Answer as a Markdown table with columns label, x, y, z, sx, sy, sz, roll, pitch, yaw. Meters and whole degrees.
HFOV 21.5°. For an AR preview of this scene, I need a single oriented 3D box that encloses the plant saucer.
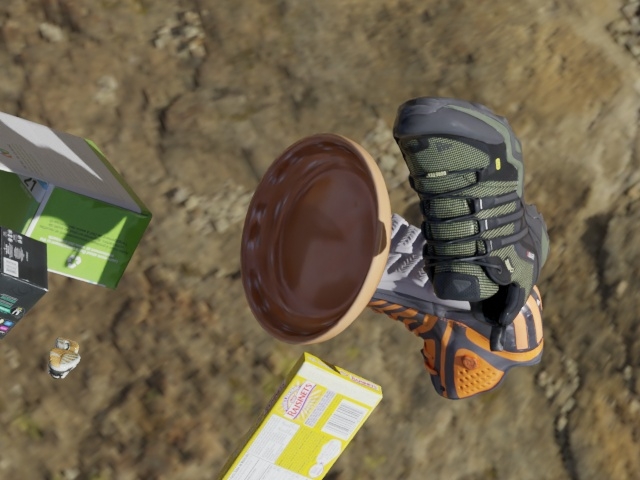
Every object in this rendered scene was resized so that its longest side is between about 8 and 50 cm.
| label | x | y | z | sx | sy | sz | roll | pitch | yaw |
| --- | --- | --- | --- | --- | --- | --- | --- | --- | --- |
| plant saucer | 0.000 | 0.000 | 1.570 | 0.200 | 0.037 | 0.200 | -16 | 68 | 46 |

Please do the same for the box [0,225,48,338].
| label | x | y | z | sx | sy | sz | roll | pitch | yaw |
| --- | --- | --- | --- | --- | --- | --- | --- | --- | --- |
| box | -0.296 | 0.040 | 1.560 | 0.052 | 0.062 | 0.083 | 24 | 129 | -32 |

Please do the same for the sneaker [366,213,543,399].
| label | x | y | z | sx | sy | sz | roll | pitch | yaw |
| --- | --- | --- | --- | --- | --- | --- | --- | --- | --- |
| sneaker | 0.094 | 0.076 | 1.787 | 0.321 | 0.124 | 0.180 | 18 | 139 | 39 |

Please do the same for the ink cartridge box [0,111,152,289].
| label | x | y | z | sx | sy | sz | roll | pitch | yaw |
| --- | --- | --- | --- | --- | --- | --- | --- | --- | --- |
| ink cartridge box | -0.329 | -0.060 | 1.732 | 0.097 | 0.255 | 0.189 | -62 | 38 | 14 |

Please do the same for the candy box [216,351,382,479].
| label | x | y | z | sx | sy | sz | roll | pitch | yaw |
| --- | --- | --- | --- | --- | --- | --- | --- | --- | --- |
| candy box | -0.026 | 0.227 | 1.940 | 0.105 | 0.027 | 0.206 | 27 | 117 | -16 |

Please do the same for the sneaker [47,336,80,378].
| label | x | y | z | sx | sy | sz | roll | pitch | yaw |
| --- | --- | --- | --- | --- | --- | --- | --- | --- | --- |
| sneaker | -0.263 | 0.127 | 1.713 | 0.032 | 0.083 | 0.037 | 20 | 99 | -4 |

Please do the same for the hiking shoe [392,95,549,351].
| label | x | y | z | sx | sy | sz | roll | pitch | yaw |
| --- | --- | --- | --- | --- | --- | --- | --- | --- | --- |
| hiking shoe | 0.117 | -0.013 | 1.285 | 0.086 | 0.114 | 0.227 | -8 | 139 | 28 |
